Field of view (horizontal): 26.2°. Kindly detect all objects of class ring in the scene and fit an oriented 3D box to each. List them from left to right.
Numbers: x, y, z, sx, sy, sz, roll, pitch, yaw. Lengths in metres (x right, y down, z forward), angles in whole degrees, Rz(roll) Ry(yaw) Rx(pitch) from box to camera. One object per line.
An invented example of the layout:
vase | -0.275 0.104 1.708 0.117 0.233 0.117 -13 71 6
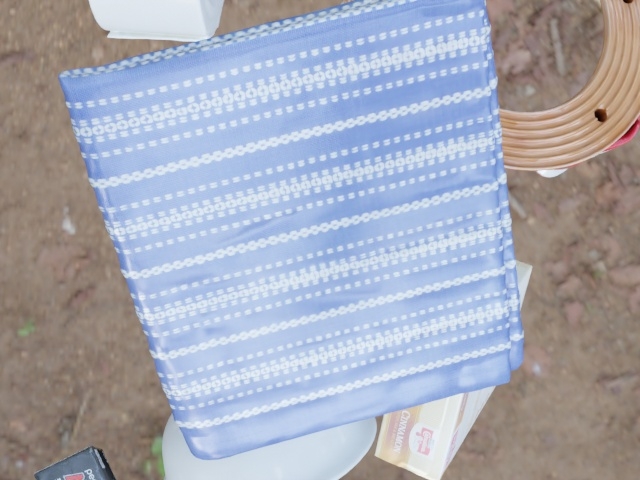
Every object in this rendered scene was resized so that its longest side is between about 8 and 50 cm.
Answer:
ring | 0.178 -0.224 1.347 0.336 0.337 0.032 12 161 -16

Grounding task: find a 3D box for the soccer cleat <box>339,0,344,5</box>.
soccer cleat | 0.121 -0.331 1.539 0.143 0.331 0.116 -7 125 49

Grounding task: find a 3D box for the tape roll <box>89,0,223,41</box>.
tape roll | -0.141 -0.324 1.229 0.100 0.286 0.286 3 124 1

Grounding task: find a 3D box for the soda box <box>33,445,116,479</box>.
soda box | -0.182 0.263 1.174 0.060 0.169 0.053 -26 168 -4

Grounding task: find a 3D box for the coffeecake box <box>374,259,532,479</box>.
coffeecake box | 0.126 0.111 1.290 0.068 0.185 0.142 21 124 16

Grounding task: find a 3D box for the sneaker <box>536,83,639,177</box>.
sneaker | 0.354 -0.148 1.623 0.221 0.128 0.087 -40 105 -29

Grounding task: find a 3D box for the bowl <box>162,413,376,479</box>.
bowl | -0.086 0.226 1.784 0.297 0.298 0.134 -18 107 3

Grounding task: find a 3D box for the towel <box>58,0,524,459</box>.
towel | 0.000 0.000 0.851 0.243 0.040 0.336 -15 133 -4
